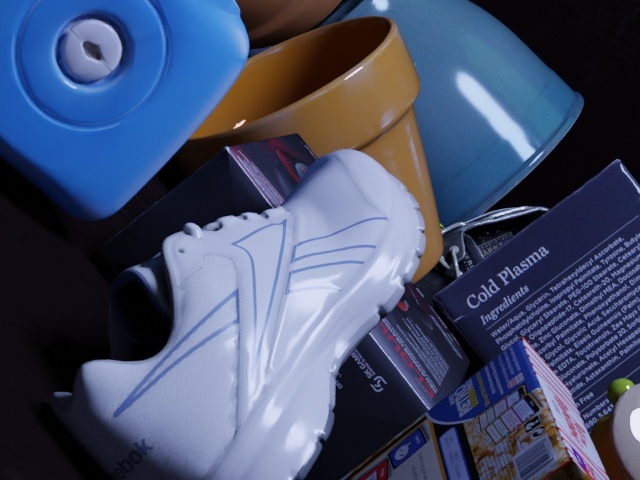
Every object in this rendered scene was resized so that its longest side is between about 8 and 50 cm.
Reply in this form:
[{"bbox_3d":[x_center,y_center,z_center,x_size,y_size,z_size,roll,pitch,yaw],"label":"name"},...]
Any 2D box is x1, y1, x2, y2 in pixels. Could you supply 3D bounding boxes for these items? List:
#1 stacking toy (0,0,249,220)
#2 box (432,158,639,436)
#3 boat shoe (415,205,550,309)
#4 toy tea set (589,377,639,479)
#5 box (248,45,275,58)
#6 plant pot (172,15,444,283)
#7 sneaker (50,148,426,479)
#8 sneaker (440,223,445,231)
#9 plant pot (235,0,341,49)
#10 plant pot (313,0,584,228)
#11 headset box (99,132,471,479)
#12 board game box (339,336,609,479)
[{"bbox_3d":[-0.181,-0.149,1.192,0.175,0.166,0.302,41,-2,-26],"label":"stacking toy"},{"bbox_3d":[0.253,0.135,1.485,0.312,0.179,0.343,52,-2,9],"label":"box"},{"bbox_3d":[0.115,0.022,1.630,0.078,0.219,0.070,63,-28,-3],"label":"boat shoe"},{"bbox_3d":[0.184,0.260,1.179,0.200,0.124,0.336,-4,69,-34],"label":"toy tea set"},{"bbox_3d":[-0.091,-0.205,1.948,0.183,0.059,0.233,38,16,-50],"label":"box"},{"bbox_3d":[0.005,-0.050,1.484,0.205,0.205,0.188,-100,164,-70],"label":"plant pot"},{"bbox_3d":[-0.036,0.030,0.985,0.129,0.111,0.297,40,38,-9],"label":"sneaker"},{"bbox_3d":[0.114,0.021,1.719,0.084,0.097,0.235,-74,148,-71],"label":"sneaker"},{"bbox_3d":[-0.118,-0.316,1.681,0.291,0.291,0.203,53,26,12],"label":"plant pot"},{"bbox_3d":[0.107,-0.164,2.073,0.255,0.271,0.271,48,10,-8],"label":"plant pot"},{"bbox_3d":[-0.015,0.048,1.227,0.218,0.110,0.293,52,10,2],"label":"headset box"},{"bbox_3d":[0.047,0.147,0.912,0.045,0.193,0.147,48,11,-17],"label":"board game box"}]
